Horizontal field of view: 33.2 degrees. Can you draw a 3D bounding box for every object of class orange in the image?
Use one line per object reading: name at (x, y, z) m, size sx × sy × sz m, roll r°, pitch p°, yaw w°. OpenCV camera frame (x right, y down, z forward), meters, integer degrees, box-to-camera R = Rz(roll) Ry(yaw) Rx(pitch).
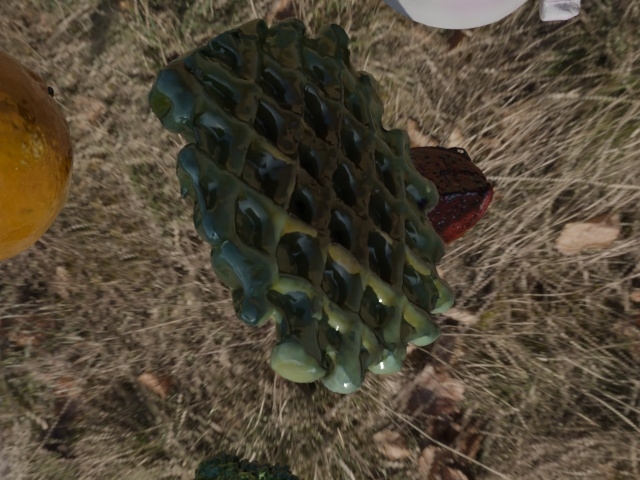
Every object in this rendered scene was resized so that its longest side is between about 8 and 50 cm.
orange at (-0.327, -0.081, 0.961) m, size 0.219 × 0.219 × 0.193 m, roll 30°, pitch 56°, yaw 1°

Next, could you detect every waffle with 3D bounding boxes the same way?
waffle at (0.000, -0.034, 0.825) m, size 0.056 × 0.309 × 0.291 m, roll -24°, pitch 93°, yaw 31°

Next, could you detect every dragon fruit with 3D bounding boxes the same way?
dragon fruit at (0.185, -0.060, 1.694) m, size 0.127 × 0.161 × 0.120 m, roll 0°, pitch 43°, yaw -16°

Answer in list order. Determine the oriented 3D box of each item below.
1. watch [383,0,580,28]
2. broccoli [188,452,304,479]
watch at (0.146, -0.322, 1.007) m, size 0.231 × 0.196 × 0.244 m, roll 3°, pitch 77°, yaw 6°
broccoli at (-0.076, 0.405, 1.336) m, size 0.235 × 0.260 × 0.288 m, roll -44°, pitch 82°, yaw 2°
